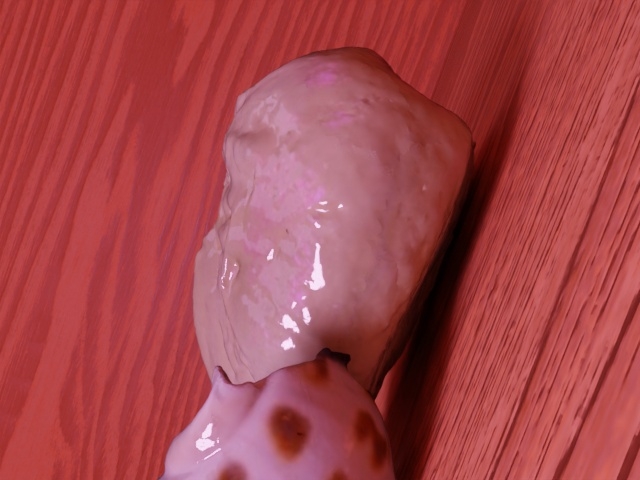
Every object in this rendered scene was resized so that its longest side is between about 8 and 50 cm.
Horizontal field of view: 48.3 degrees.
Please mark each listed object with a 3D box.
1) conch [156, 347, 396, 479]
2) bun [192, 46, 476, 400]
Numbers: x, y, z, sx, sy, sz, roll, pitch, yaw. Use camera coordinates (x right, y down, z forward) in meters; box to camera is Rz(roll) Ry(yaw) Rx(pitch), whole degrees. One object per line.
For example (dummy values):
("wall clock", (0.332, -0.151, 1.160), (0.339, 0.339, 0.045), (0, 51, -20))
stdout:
("conch", (-0.036, 0.209, 0.467), (0.275, 0.182, 0.149), (93, 165, -46))
("bun", (0.000, 0.000, 0.635), (0.361, 0.213, 0.361), (23, -90, -79))
